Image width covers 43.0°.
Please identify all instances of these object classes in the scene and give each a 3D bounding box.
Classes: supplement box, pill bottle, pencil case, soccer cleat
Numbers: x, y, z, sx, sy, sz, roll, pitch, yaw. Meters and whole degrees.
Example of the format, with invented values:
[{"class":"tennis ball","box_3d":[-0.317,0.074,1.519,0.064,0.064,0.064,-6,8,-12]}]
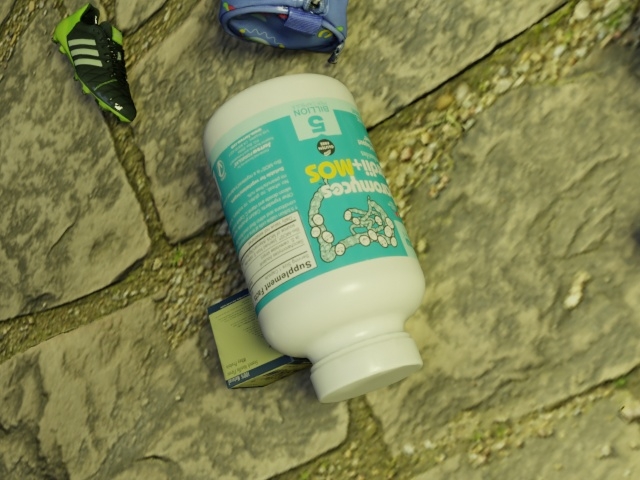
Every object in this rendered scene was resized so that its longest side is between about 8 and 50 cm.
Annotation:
[{"class":"supplement box","box_3d":[-0.053,0.090,0.782,0.083,0.056,0.083,-27,70,28]},{"class":"pill bottle","box_3d":[0.000,0.000,0.705,0.146,0.146,0.264,-29,70,27]},{"class":"pencil case","box_3d":[-0.011,-0.330,0.765,0.133,0.119,0.306,11,91,58]},{"class":"soccer cleat","box_3d":[-0.257,-0.212,0.955,0.072,0.060,0.179,-41,63,9]}]
